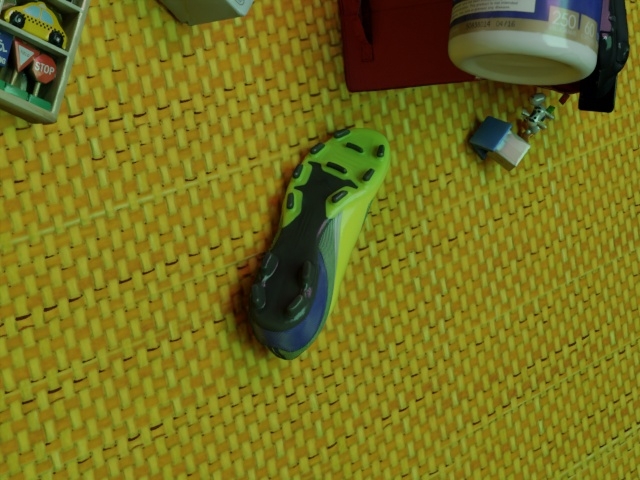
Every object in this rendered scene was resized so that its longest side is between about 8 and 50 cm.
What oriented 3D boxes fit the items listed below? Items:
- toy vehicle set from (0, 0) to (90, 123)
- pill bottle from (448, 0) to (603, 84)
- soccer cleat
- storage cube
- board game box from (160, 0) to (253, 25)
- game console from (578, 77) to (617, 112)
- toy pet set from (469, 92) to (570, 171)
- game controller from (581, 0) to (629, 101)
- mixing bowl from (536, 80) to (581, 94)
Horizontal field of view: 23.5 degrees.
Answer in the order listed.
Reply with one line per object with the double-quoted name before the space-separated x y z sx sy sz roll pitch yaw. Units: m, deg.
"toy vehicle set" -0.330 -0.228 1.384 0.266 0.035 0.166 24 74 -42
"pill bottle" 0.218 -0.303 1.578 0.153 0.153 0.265 13 81 -44
"soccer cleat" -0.001 0.000 1.696 0.121 0.093 0.289 79 32 -55
"storage cube" 0.153 -0.274 1.756 0.215 0.193 0.184 -13 100 -43
"board game box" -0.115 -0.406 1.558 0.224 0.097 0.303 43 60 -36
"game console" 0.362 -0.219 1.904 0.107 0.071 0.122 -2 99 -51
"toy pet set" 0.242 -0.147 1.929 0.065 0.122 0.114 37 80 0
"game controller" 0.312 -0.328 1.814 0.067 0.166 0.319 -2 77 -2
"mixing bowl" 0.271 -0.270 1.938 0.181 0.098 0.182 1 89 -45
